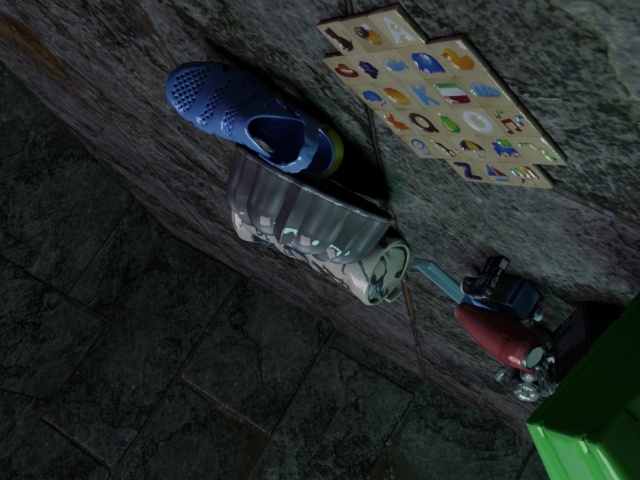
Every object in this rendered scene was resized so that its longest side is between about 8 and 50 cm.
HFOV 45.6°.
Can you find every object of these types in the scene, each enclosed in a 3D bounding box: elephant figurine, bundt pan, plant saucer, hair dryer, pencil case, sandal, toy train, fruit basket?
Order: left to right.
[{"bbox_3d":[-0.108,-0.200,1.243,0.317,0.126,0.138,24,-168,-1],"label":"sandal"},{"bbox_3d":[-0.034,-0.058,1.410,0.330,0.124,0.331,26,-172,-4],"label":"bundt pan"},{"bbox_3d":[0.000,0.000,1.719,0.410,0.160,0.184,27,159,25],"label":"pencil case"},{"bbox_3d":[0.290,0.102,1.738,0.192,0.018,0.067,40,166,-28],"label":"plant saucer"},{"bbox_3d":[0.352,0.114,1.499,0.105,0.080,0.184,49,161,-29],"label":"toy train"},{"bbox_3d":[0.372,0.225,1.452,0.293,0.080,0.223,43,168,7],"label":"hair dryer"},{"bbox_3d":[0.531,0.303,1.643,0.239,0.170,0.186,18,-162,-6],"label":"elephant figurine"},{"bbox_3d":[0.521,0.298,1.094,0.392,0.392,0.283,35,167,-13],"label":"fruit basket"}]

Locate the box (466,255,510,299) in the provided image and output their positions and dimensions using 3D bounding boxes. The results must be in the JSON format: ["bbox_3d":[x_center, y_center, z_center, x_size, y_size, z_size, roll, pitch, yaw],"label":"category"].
[{"bbox_3d":[0.309,0.070,1.404,0.018,0.083,0.067,34,169,-10],"label":"box"}]

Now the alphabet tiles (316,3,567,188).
[{"bbox_3d":[0.154,-0.177,1.003,0.342,0.011,0.285,39,167,-30],"label":"alphabet tiles"}]

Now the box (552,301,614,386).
[{"bbox_3d":[0.491,0.216,1.314,0.156,0.093,0.158,34,-150,-5],"label":"box"}]
